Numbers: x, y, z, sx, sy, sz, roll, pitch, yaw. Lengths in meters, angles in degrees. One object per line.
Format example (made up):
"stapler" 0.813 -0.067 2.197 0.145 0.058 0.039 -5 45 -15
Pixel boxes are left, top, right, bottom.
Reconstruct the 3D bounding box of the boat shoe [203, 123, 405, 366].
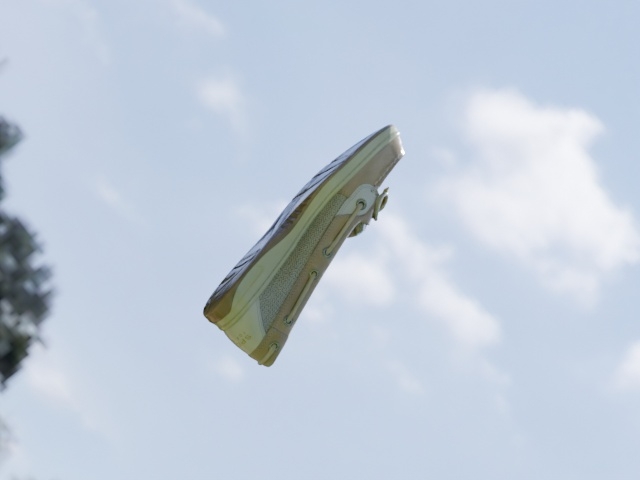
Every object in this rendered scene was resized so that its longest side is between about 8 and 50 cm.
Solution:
"boat shoe" 0.000 0.000 1.081 0.048 0.153 0.056 44 -24 -8
